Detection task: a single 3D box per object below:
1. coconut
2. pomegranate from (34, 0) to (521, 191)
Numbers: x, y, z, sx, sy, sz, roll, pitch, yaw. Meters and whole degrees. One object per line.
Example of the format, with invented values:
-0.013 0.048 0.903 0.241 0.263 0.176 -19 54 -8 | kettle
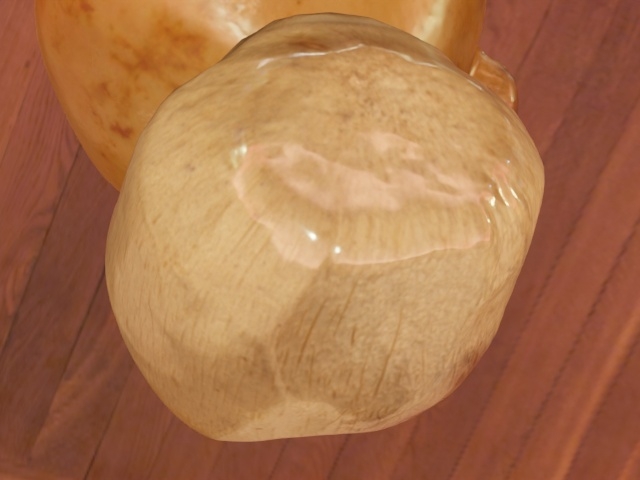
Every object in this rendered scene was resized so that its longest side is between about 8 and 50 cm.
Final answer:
0.000 0.000 0.572 0.224 0.224 0.224 -3 109 -9 | coconut
-0.015 -0.151 0.788 0.342 0.342 0.343 -3 109 -9 | pomegranate
